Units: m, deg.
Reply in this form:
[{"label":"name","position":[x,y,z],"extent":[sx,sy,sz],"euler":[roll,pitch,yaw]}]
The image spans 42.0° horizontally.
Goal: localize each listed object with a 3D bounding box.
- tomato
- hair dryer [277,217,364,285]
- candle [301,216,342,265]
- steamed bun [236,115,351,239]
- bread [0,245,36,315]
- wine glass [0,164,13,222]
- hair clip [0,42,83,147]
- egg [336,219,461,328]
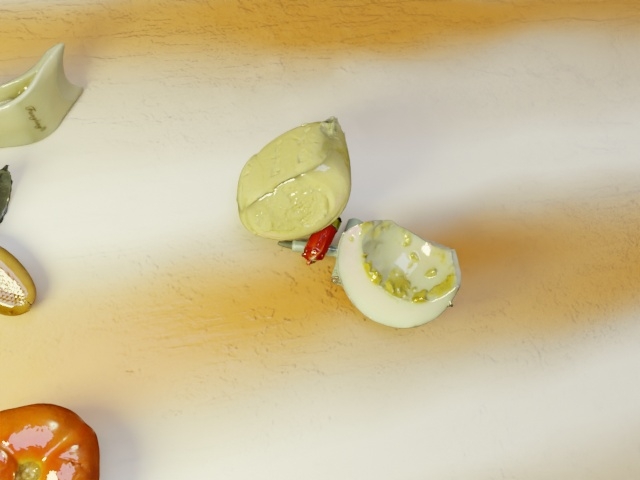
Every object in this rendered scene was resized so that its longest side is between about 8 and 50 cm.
[{"label":"tomato","position":[-0.511,0.418,1.478],"extent":[0.260,0.180,0.259],"euler":[5,69,-14]},{"label":"hair dryer","position":[-0.005,0.002,1.853],"extent":[0.183,0.044,0.155],"euler":[19,63,-3]},{"label":"candle","position":[0.000,0.000,1.809],"extent":[0.052,0.052,0.130],"euler":[27,67,-2]},{"label":"steamed bun","position":[-0.041,-0.124,1.791],"extent":[0.166,0.273,0.232],"euler":[50,20,-32]},{"label":"bread","position":[-0.641,0.074,1.637],"extent":[0.189,0.077,0.114],"euler":[42,72,-7]},{"label":"wine glass","position":[-0.752,-0.106,1.656],"extent":[0.232,0.156,0.156],"euler":[18,65,-1]},{"label":"hair clip","position":[-0.632,-0.277,1.747],"extent":[0.282,0.172,0.113],"euler":[-24,68,-12]},{"label":"egg","position":[0.169,0.063,1.802],"extent":[0.271,0.206,0.162],"euler":[28,27,7]}]
